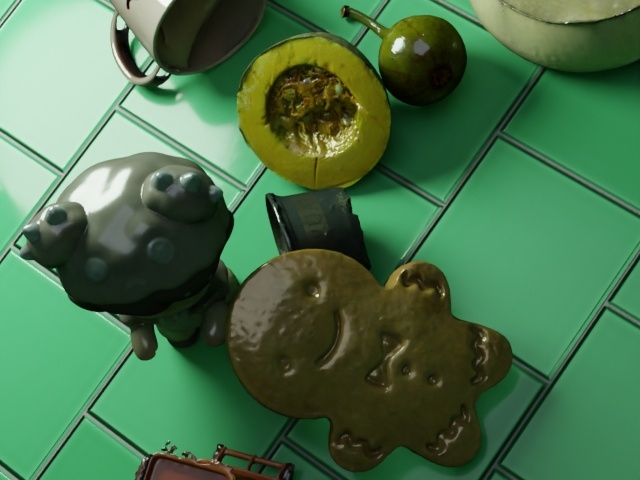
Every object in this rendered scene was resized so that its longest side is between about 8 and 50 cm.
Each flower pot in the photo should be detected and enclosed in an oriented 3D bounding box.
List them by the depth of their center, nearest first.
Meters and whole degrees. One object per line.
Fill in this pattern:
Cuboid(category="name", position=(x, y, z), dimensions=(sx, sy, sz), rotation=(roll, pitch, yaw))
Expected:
Cuboid(category="flower pot", position=(0.000, 0.000, 1.875), dimensions=(0.106, 0.157, 0.157), rotation=(-16, 67, -8))

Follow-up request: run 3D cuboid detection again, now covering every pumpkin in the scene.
Cuboid(category="pumpkin", position=(0.001, -0.190, 1.947), dimensions=(0.217, 0.217, 0.110), rotation=(4, 33, 15))

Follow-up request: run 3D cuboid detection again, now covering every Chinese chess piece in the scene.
Cuboid(category="Chinese chess piece", position=(0.354, -0.390, 1.917), dimensions=(0.338, 0.140, 0.338), rotation=(-5, 67, 12))

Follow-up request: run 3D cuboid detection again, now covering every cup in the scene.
Cuboid(category="cup", position=(-0.223, -0.346, 2.043), dimensions=(0.200, 0.191, 0.253), rotation=(49, 120, 27))

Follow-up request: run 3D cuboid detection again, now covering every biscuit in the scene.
Cuboid(category="biscuit", position=(0.056, 0.141, 1.773), dimensions=(0.355, 0.052, 0.275), rotation=(26, 84, -7))

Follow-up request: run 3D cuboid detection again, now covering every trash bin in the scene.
Cuboid(category="trash bin", position=(-0.129, 0.325, 1.734), dimensions=(0.161, 0.239, 0.184), rotation=(12, 73, 18))

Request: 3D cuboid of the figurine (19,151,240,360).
Cuboid(category="figurine", position=(-0.199, 0.022, 1.784), dimensions=(0.248, 0.380, 0.203), rotation=(-14, 63, 8))

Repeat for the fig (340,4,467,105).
Cuboid(category="fig", position=(0.104, -0.267, 1.975), dimensions=(0.124, 0.124, 0.236), rotation=(-46, 43, -5))
